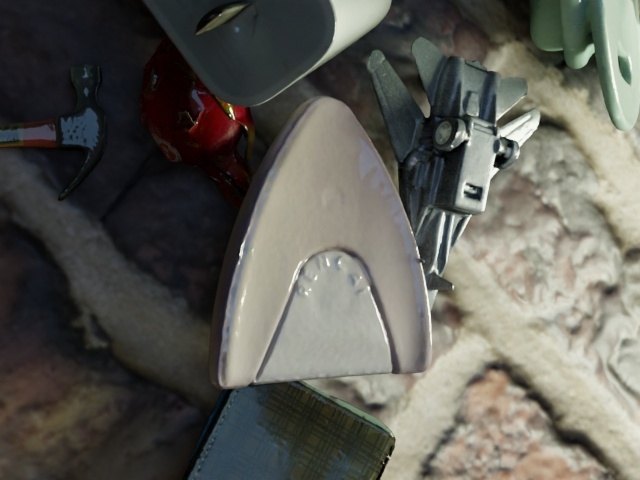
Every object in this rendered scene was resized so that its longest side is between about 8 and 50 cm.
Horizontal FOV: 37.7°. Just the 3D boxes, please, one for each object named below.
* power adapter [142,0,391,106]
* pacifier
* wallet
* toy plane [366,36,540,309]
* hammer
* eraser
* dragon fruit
[{"bbox_3d":[-0.057,-0.209,0.723,0.187,0.124,0.255,53,27,-8],"label":"power adapter"},{"bbox_3d":[0.318,-0.280,0.857,0.288,0.269,0.343,-3,88,-63],"label":"pacifier"},{"bbox_3d":[-0.064,0.266,0.778,0.169,0.044,0.317,29,70,-11],"label":"wallet"},{"bbox_3d":[0.116,-0.037,0.860,0.212,0.088,0.267,14,82,-32],"label":"toy plane"},{"bbox_3d":[-0.311,-0.078,0.738,0.288,0.033,0.111,-6,87,-20],"label":"hammer"},{"bbox_3d":[0.000,0.000,0.808,0.204,0.059,0.243,1,87,-26],"label":"eraser"},{"bbox_3d":[-0.091,-0.085,0.794,0.094,0.094,0.190,-30,108,-20],"label":"dragon fruit"}]
